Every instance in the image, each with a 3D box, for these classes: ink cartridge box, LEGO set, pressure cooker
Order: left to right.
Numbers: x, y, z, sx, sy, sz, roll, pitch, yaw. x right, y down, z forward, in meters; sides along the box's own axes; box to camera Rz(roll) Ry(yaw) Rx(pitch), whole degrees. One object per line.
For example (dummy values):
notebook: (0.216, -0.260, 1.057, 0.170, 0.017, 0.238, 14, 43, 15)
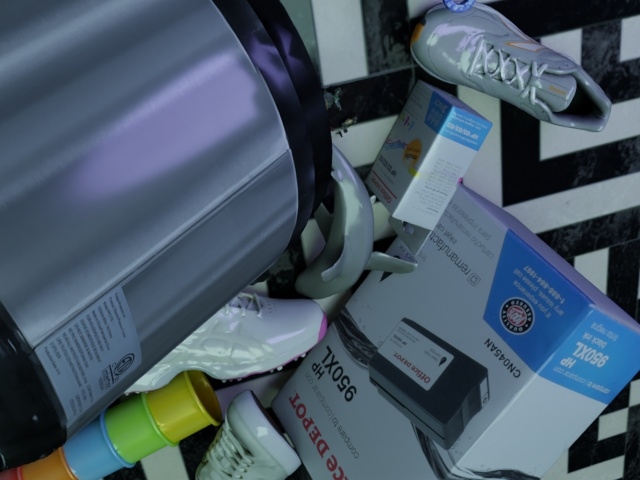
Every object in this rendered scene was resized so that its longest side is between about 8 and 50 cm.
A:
pressure cooker: (-0.197, -0.074, 0.649, 0.420, 0.370, 0.375, -41, 99, -31)
LEGO set: (0.005, -0.153, 0.915, 0.054, 0.023, 0.083, -33, 135, 4)
ink cartridge box: (0.115, -0.086, 0.933, 0.061, 0.104, 0.181, 18, 110, -25)
ink cartridge box: (0.152, 0.168, 0.961, 0.166, 0.285, 0.395, 25, 108, -39)

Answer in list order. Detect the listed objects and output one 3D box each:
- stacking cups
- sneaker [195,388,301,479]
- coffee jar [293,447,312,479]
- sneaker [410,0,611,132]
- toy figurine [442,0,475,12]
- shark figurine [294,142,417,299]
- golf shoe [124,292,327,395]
stacking cups: (-0.283, 0.273, 1.007, 0.316, 0.096, 0.096, -31, 122, 1)
sneaker: (-0.099, 0.281, 0.988, 0.123, 0.106, 0.290, -32, 156, -16)
coffee jar: (0.052, 0.337, 1.146, 0.184, 0.096, 0.079, 24, 107, -26)
sneaker: (0.230, -0.196, 0.900, 0.262, 0.121, 0.099, 14, 112, -23)
toy figurine: (0.103, -0.310, 0.769, 0.362, 0.191, 0.217, -23, 126, -3)
shark figurine: (0.012, -0.016, 0.896, 0.166, 0.116, 0.278, 11, 130, 26)
golf shoe: (-0.141, 0.096, 0.949, 0.306, 0.115, 0.140, -9, 115, -13)
